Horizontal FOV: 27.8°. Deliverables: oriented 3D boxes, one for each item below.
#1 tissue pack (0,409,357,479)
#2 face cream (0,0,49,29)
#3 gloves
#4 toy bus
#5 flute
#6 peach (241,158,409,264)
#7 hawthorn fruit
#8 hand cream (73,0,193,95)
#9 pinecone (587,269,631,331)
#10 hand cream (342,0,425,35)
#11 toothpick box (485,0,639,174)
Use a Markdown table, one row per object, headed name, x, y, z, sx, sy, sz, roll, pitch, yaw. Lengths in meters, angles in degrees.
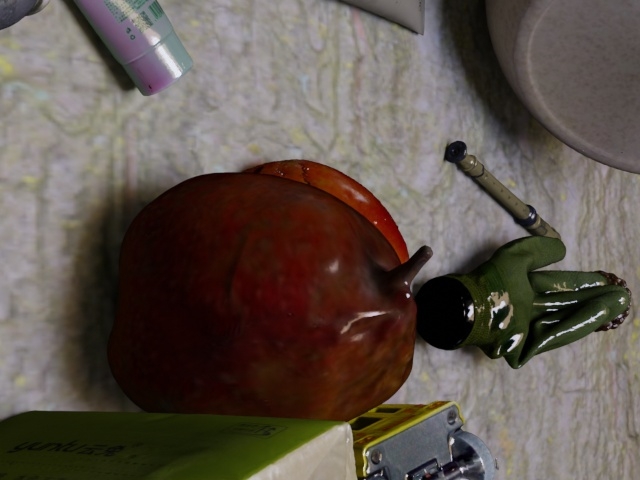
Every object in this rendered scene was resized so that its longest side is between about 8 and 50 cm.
| name | x | y | z | sx | sy | sz | roll | pitch | yaw |
| --- | --- | --- | --- | --- | --- | --- | --- | --- | --- |
| tissue pack | -0.134 | 0.201 | 0.748 | 0.200 | 0.275 | 0.167 | -21 | 104 | -50 |
| face cream | -0.260 | -0.139 | 0.767 | 0.283 | 0.073 | 0.073 | -35 | 115 | -47 |
| gloves | 0.205 | 0.063 | 1.330 | 0.268 | 0.107 | 0.135 | -4 | 83 | -35 |
| toy bus | 0.071 | 0.311 | 1.108 | 0.144 | 0.152 | 0.330 | -18 | 100 | -46 |
| flute | 0.202 | -0.044 | 1.394 | 0.233 | 0.027 | 0.027 | 36 | 61 | -46 |
| peach | 0.003 | -0.003 | 1.085 | 0.172 | 0.127 | 0.092 | 50 | 55 | -5 |
| hawthorn fruit | -0.027 | 0.044 | 0.918 | 0.208 | 0.248 | 0.208 | 15 | 70 | -49 |
| hand cream | -0.156 | -0.188 | 0.934 | 0.174 | 0.047 | 0.076 | 57 | 47 | -22 |
| pinecone | 0.328 | 0.074 | 1.515 | 0.083 | 0.077 | 0.077 | 46 | 53 | -52 |
| hand cream | 0.056 | -0.243 | 1.201 | 0.186 | 0.054 | 0.087 | -4 | 96 | -59 |
| toothpick box | 0.383 | -0.306 | 1.338 | 0.409 | 0.409 | 0.425 | 54 | 44 | -36 |
